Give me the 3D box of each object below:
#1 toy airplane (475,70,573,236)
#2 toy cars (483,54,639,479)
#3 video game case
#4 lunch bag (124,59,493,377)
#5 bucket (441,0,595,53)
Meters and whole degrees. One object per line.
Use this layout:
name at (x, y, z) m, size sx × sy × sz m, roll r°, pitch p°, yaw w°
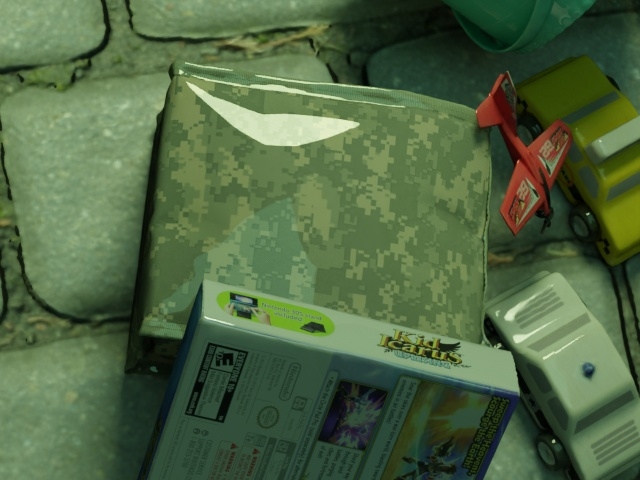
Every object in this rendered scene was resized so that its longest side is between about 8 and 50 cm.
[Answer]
toy airplane at (0.164, -0.072, 1.517) m, size 0.151 × 0.028 × 0.151 m, roll 9°, pitch 80°, yaw -57°
toy cars at (0.234, 0.017, 1.588) m, size 0.176 × 0.087 × 0.393 m, roll 13°, pitch 72°, yaw -11°
video game case at (-0.009, 0.177, 1.402) m, size 0.244 × 0.269 × 0.061 m, roll 14°, pitch 30°, yaw -10°
lunch bag at (0.000, 0.000, 1.488) m, size 0.287 × 0.169 × 0.235 m, roll 7°, pitch 72°, yaw -8°
bucket at (0.173, -0.305, 1.568) m, size 0.183 × 0.281 × 0.281 m, roll 37°, pitch 69°, yaw -11°
